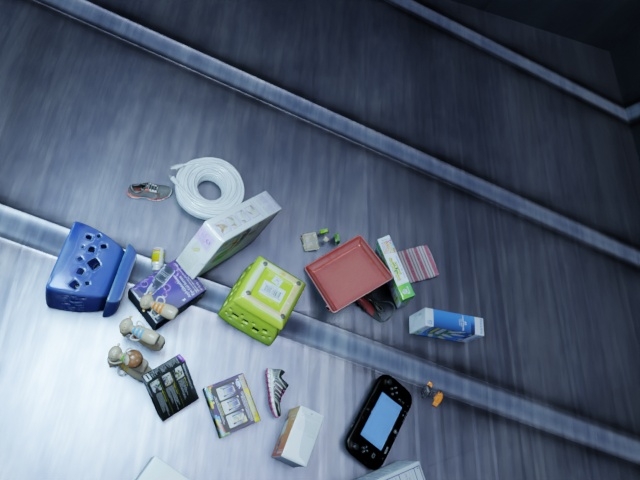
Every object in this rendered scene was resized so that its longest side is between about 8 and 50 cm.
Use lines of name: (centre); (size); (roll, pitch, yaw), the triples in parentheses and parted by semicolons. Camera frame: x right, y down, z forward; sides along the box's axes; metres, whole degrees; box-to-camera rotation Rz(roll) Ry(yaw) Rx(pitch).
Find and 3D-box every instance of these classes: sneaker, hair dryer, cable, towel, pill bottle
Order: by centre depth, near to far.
sneaker: (-0.142, 0.517, 1.822); (0.075, 0.063, 0.170); (-3, 64, -16)
pill bottle: (-0.572, 0.068, 1.868); (0.043, 0.043, 0.083); (8, 65, -18)
sneaker: (-0.624, -0.184, 1.947); (0.158, 0.065, 0.061); (-5, 70, -23)
cable: (-0.421, -0.194, 2.018); (0.257, 0.089, 0.257); (-25, 79, -29)
hair dryer: (0.151, 0.217, 2.059); (0.294, 0.080, 0.223); (-9, 72, -24)
towel: (0.393, 0.105, 2.234); (0.197, 0.029, 0.144); (-12, 73, -23)

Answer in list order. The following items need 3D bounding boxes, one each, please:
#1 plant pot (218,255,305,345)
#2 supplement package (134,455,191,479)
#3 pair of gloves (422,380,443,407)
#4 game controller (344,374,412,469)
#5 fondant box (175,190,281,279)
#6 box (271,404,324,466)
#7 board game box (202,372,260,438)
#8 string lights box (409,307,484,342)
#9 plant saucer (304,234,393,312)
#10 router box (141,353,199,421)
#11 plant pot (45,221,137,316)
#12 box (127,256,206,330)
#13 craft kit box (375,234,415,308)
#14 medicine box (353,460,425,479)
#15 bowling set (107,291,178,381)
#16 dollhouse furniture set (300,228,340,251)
plant pot: (-0.194, 0.203, 1.861); (0.228, 0.207, 0.227); (32, 60, -6)
supplement package: (-0.435, 0.778, 1.517); (0.263, 0.198, 0.199); (37, 60, -3)
pair of gloves: (0.431, 0.590, 2.041); (0.083, 0.010, 0.074); (38, 60, -1)
game controller: (0.212, 0.644, 1.901); (0.166, 0.067, 0.319); (36, 60, -3)
fondant box: (-0.311, -0.023, 1.839); (0.096, 0.238, 0.330); (48, 38, 3)
box: (-0.075, 0.647, 1.753); (0.091, 0.130, 0.170); (28, 60, -8)
board game box: (-0.295, 0.545, 1.761); (0.141, 0.048, 0.170); (-15, 73, -28)
string lights box: (0.498, 0.338, 2.107); (0.260, 0.133, 0.076); (12, 63, -15)
plant saucer: (0.106, 0.131, 2.006); (0.259, 0.047, 0.259); (-30, 47, -5)
router box: (-0.468, 0.463, 1.667); (0.133, 0.178, 0.046); (-28, 37, -29)
plant pot: (-0.721, 0.109, 1.691); (0.212, 0.236, 0.235); (21, 61, -18)
box: (-0.519, 0.180, 1.802); (0.207, 0.108, 0.153); (-38, 85, -30)
craft kit box: (0.283, 0.127, 2.055); (0.061, 0.250, 0.246); (-24, 75, -3)
medicine box: (0.220, 0.900, 1.737); (0.289, 0.149, 0.263); (-11, 75, -24)
bowling set: (-0.572, 0.302, 1.614); (0.154, 0.200, 0.286); (24, 91, 4)
dollhouse furniture set: (0.000, 0.000, 2.130); (0.152, 0.058, 0.076); (-11, 78, -5)
